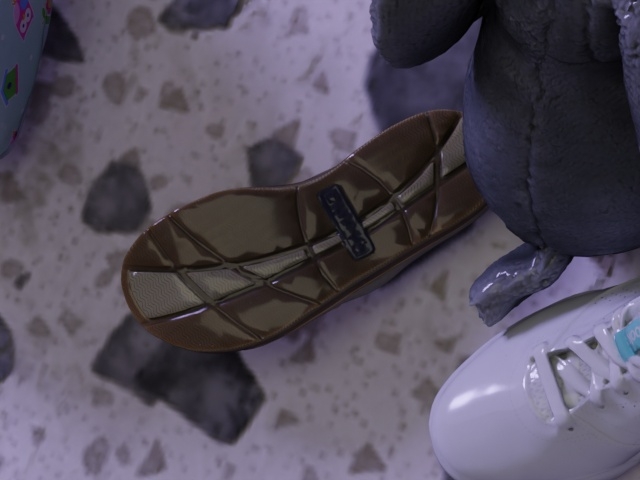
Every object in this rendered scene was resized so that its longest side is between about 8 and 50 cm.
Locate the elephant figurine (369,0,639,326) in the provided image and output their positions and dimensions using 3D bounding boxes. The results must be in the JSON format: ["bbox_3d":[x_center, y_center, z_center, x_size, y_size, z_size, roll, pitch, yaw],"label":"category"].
[{"bbox_3d":[0.101,-0.098,0.682,0.169,0.239,0.186,-14,71,13],"label":"elephant figurine"}]

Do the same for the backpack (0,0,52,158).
[{"bbox_3d":[-0.213,-0.127,0.876,0.144,0.166,0.188,3,82,23],"label":"backpack"}]

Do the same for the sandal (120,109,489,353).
[{"bbox_3d":[0.000,0.000,0.823,0.180,0.049,0.072,-25,74,1],"label":"sandal"}]

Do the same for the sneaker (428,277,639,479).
[{"bbox_3d":[0.131,0.042,0.726,0.212,0.094,0.080,-22,71,18],"label":"sneaker"}]
